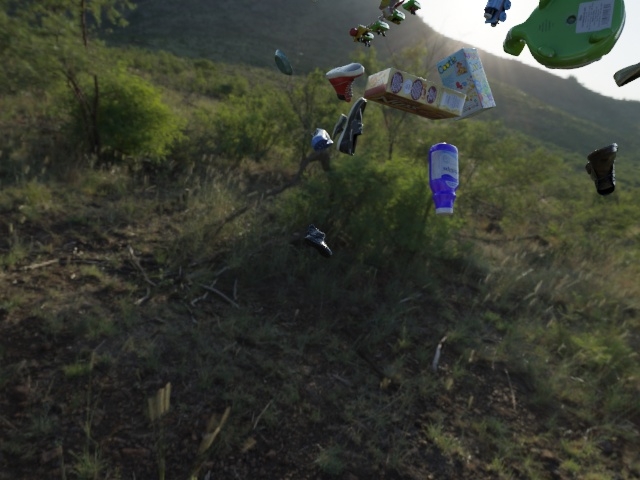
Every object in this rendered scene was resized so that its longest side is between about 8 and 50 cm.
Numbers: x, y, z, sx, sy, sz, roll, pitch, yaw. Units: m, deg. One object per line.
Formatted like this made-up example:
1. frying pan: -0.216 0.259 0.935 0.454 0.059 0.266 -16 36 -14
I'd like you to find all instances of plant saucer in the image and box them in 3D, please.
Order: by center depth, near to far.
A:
1. plant saucer: -0.168 -0.778 1.889 0.021 0.119 0.119 -38 37 -12

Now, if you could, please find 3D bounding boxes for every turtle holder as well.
1. turtle holder: 0.757 -0.632 1.337 0.321 0.243 0.228 -27 -16 32

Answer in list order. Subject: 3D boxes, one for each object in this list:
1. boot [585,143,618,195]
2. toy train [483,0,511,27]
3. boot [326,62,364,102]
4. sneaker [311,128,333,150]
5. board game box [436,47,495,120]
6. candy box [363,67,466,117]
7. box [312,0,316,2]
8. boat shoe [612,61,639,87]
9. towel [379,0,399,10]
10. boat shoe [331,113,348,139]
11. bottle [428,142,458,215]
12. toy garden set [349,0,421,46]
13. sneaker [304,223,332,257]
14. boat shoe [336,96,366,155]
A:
1. boot: 0.828 -0.202 1.237 0.082 0.106 0.219 -20 -16 24
2. toy train: 0.734 -0.985 1.773 0.105 0.184 0.080 16 11 -28
3. boot: 0.152 -0.790 2.170 0.088 0.176 0.244 -45 33 -22
4. sneaker: -0.011 -0.469 1.976 0.090 0.081 0.232 51 16 2
5. board game box: 0.662 -0.708 1.951 0.142 0.275 0.144 -22 4 -41
6. candy box: 0.341 -0.525 1.563 0.317 0.087 0.183 11 6 -21
7. box: -0.071 -1.058 1.486 0.345 0.168 0.214 23 45 -58
8. boat shoe: 0.966 -0.511 1.278 0.153 0.048 0.056 -19 -31 30
9. towel: 0.282 -0.966 1.743 0.084 0.060 0.009 -7 52 -25
10. boat shoe: 0.104 -0.614 2.328 0.049 0.152 0.056 23 -5 2
11. bottle: 0.494 -0.241 1.716 0.118 0.282 0.092 8 -11 -28
12. toy garden set: 0.230 -0.772 1.533 0.245 0.049 0.204 -21 7 31
13. sneaker: 0.000 0.002 1.812 0.170 0.051 0.089 34 46 20
14. boat shoe: 0.144 -0.463 1.751 0.079 0.232 0.084 29 20 22
